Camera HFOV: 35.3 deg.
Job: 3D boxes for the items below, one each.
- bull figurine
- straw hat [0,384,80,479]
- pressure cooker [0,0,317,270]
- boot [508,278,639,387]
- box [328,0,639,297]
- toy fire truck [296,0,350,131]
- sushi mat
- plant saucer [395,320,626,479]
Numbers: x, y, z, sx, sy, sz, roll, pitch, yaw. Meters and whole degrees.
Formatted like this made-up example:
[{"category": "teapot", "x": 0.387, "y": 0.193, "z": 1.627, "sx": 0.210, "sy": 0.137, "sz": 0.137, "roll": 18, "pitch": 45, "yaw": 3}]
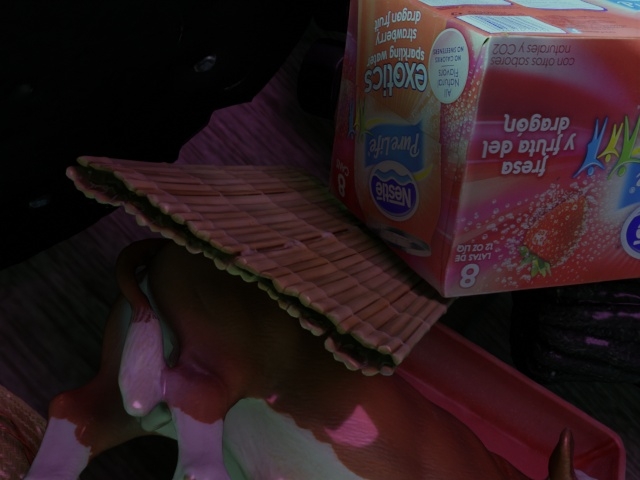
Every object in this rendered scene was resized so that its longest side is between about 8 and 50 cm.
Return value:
[{"category": "bull figurine", "x": 0.020, "y": 0.118, "z": 0.457, "sx": 0.310, "sy": 0.101, "sz": 0.188, "roll": 34, "pitch": 30, "yaw": -5}, {"category": "straw hat", "x": -0.170, "y": 0.125, "z": 0.420, "sx": 0.144, "sy": 0.061, "sz": 0.144, "roll": 34, "pitch": 29, "yaw": -22}, {"category": "pressure cooker", "x": -0.237, "y": -0.210, "z": 0.409, "sx": 0.370, "sy": 0.375, "sz": 0.420, "roll": -10, "pitch": 65, "yaw": -55}, {"category": "boot", "x": 0.278, "y": 0.032, "z": 0.766, "sx": 0.260, "sy": 0.131, "sz": 0.348, "roll": 9, "pitch": 10, "yaw": 9}, {"category": "box", "x": 0.173, "y": -0.072, "z": 0.606, "sx": 0.300, "sy": 0.142, "sz": 0.154, "roll": -5, "pitch": 27, "yaw": -25}, {"category": "toy fire truck", "x": 0.119, "y": -0.179, "z": 0.752, "sx": 0.159, "sy": 0.216, "sz": 0.246, "roll": 17, "pitch": 18, "yaw": 23}, {"category": "sushi mat", "x": 0.000, "y": 0.000, "z": 0.530, "sx": 0.151, "sy": 0.019, "sz": 0.316, "roll": 34, "pitch": 11, "yaw": 10}, {"category": "plant saucer", "x": 0.053, "y": 0.163, "z": 0.564, "sx": 0.258, "sy": 0.048, "sz": 0.259, "roll": 32, "pitch": 46, "yaw": -12}]
